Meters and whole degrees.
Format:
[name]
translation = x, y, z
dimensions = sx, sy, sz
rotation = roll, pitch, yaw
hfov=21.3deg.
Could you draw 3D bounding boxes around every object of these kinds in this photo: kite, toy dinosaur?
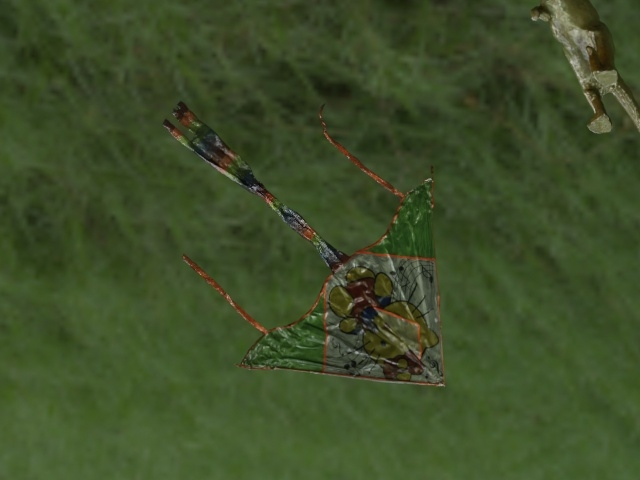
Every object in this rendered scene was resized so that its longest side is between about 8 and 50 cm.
[kite]
translation = 0.000, 0.000, 1.058
dimensions = 0.244, 0.198, 0.006
rotation = 47, 152, -10
[toy dinosaur]
translation = 0.183, -0.129, 1.134
dimensions = 0.039, 0.126, 0.162
rotation = -25, 147, 22
